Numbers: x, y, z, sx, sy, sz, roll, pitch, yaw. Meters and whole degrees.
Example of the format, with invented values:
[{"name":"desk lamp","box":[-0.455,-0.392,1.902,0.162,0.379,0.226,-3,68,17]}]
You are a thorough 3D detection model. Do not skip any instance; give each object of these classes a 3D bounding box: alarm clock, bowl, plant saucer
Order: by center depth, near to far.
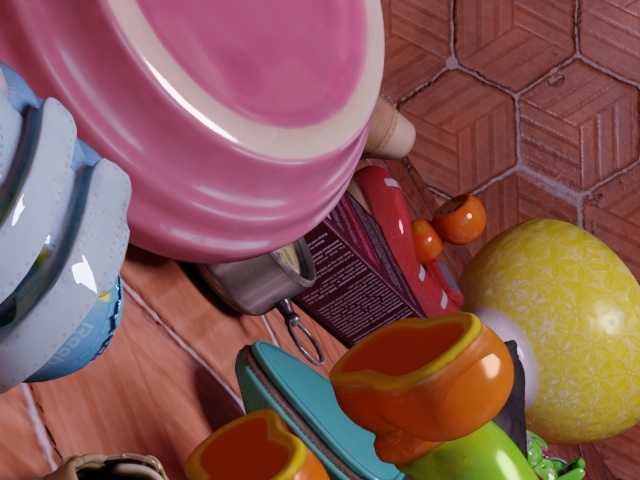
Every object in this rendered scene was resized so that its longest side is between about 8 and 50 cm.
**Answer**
[{"name":"plant saucer","box":[-0.071,-0.154,0.777,0.332,0.084,0.332,22,59,-43]},{"name":"alarm clock","box":[-0.051,0.006,0.879,0.192,0.064,0.129,57,10,13]},{"name":"bowl","box":[0.246,0.130,1.546,0.156,0.289,0.289,-19,71,-36]}]

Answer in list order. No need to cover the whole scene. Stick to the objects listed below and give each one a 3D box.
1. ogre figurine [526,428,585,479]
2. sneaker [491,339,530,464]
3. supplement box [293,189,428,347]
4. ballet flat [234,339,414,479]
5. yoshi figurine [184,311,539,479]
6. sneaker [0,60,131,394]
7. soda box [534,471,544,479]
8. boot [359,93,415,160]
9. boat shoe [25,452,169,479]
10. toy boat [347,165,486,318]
[{"name":"ogre figurine","box":[0.239,0.259,1.385,0.118,0.097,0.197,15,60,-87]},{"name":"sneaker","box":[0.160,0.182,1.290,0.130,0.109,0.286,65,19,1]},{"name":"supplement box","box":[0.000,0.000,1.107,0.239,0.073,0.130,43,17,-51]},{"name":"ballet flat","box":[0.035,0.158,0.721,0.247,0.087,0.083,35,14,9]},{"name":"yoshi figurine","box":[0.092,0.226,0.575,0.362,0.203,0.203,63,27,-13]},{"name":"sneaker","box":[-0.136,-0.009,0.356,0.208,0.127,0.319,52,12,-21]},{"name":"soda box","box":[0.185,0.308,0.993,0.083,0.092,0.263,45,16,-44]},{"name":"boot","box":[-0.049,-0.126,1.167,0.207,0.090,0.248,25,-13,-24]},{"name":"boat shoe","box":[-0.078,0.107,0.498,0.050,0.045,0.135,60,11,13]},{"name":"toy boat","box":[0.116,-0.002,1.432,0.231,0.151,0.151,47,15,-47]}]
